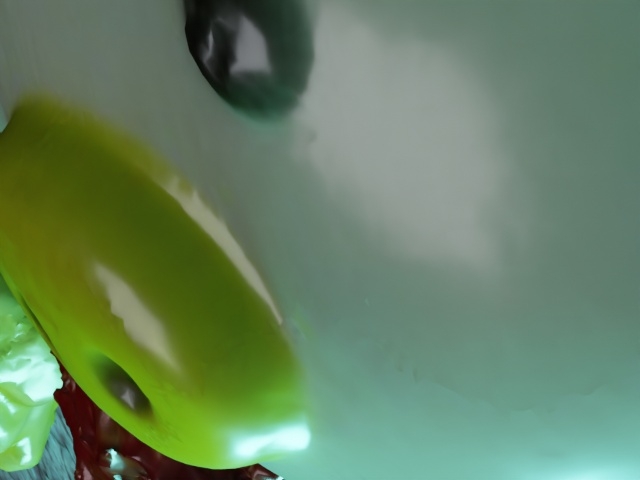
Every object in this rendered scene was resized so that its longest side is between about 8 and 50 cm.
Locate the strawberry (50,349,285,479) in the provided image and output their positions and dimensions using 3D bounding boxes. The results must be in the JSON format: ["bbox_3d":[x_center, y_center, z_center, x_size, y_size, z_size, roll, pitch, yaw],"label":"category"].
[{"bbox_3d":[0.000,0.000,0.816,0.312,0.267,0.351,66,-171,-71],"label":"strawberry"}]

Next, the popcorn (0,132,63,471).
[{"bbox_3d":[-0.167,-0.008,1.102,0.382,0.349,0.349,28,179,-36],"label":"popcorn"}]

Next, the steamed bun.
[{"bbox_3d":[0.059,-0.078,0.489,0.374,0.334,0.334,23,138,50],"label":"steamed bun"}]
